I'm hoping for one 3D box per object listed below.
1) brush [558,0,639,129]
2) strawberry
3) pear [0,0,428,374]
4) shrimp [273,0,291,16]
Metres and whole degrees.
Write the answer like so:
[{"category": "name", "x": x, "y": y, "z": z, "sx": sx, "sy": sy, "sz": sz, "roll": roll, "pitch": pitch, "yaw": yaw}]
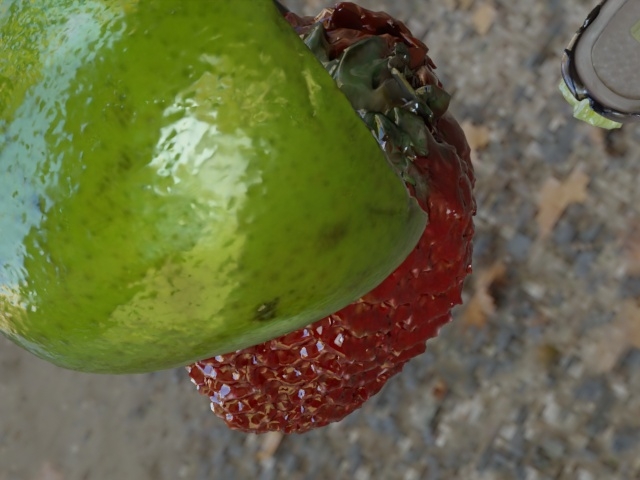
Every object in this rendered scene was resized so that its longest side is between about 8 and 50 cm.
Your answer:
[{"category": "brush", "x": 0.248, "y": -0.176, "z": 1.147, "sx": 0.313, "sy": 0.072, "sz": 0.067, "roll": -47, "pitch": -1, "yaw": -25}, {"category": "strawberry", "x": 0.000, "y": 0.000, "z": 1.455, "sx": 0.312, "sy": 0.267, "sz": 0.351, "roll": -51, "pitch": -29, "yaw": -48}, {"category": "pear", "x": -0.101, "y": -0.036, "z": 0.943, "sx": 0.239, "sy": 0.288, "sz": 0.139, "roll": -35, "pitch": 17, "yaw": 6}, {"category": "shrimp", "x": -0.083, "y": -0.191, "z": 1.720, "sx": 0.058, "sy": 0.253, "sz": 0.173, "roll": -46, "pitch": 8, "yaw": 41}]
